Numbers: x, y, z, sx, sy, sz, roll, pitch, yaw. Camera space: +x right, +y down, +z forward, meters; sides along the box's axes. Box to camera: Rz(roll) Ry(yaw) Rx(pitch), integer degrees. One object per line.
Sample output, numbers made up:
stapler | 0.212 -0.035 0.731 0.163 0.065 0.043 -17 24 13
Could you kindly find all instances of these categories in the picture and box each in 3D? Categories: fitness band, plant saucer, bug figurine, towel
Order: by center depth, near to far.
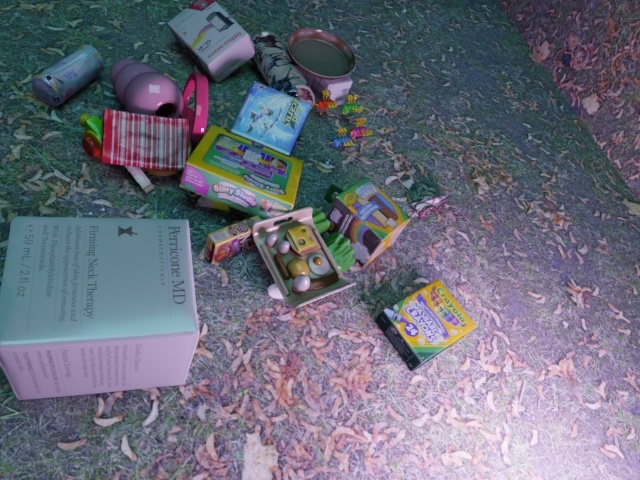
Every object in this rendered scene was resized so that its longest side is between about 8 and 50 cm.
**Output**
towel | -0.575 -0.332 1.604 0.274 0.031 0.199 3 71 -19
fitness band | -0.458 -0.464 1.758 0.054 0.209 0.291 8 64 -32
bug figurine | 0.097 -0.513 2.089 0.216 0.072 0.279 -13 73 -23
plant saucer | 0.002 -0.802 2.115 0.310 0.050 0.311 9 55 -14

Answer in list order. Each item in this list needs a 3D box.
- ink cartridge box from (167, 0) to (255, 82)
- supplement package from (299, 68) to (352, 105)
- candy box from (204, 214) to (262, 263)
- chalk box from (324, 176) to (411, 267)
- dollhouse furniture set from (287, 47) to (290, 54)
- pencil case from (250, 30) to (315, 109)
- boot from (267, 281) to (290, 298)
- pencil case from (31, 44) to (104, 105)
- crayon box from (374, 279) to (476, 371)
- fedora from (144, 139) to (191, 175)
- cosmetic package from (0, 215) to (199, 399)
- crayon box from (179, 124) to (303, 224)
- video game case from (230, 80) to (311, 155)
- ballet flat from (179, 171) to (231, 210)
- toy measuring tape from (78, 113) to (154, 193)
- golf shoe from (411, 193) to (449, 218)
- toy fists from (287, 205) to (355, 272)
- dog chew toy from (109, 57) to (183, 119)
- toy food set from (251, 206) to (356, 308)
ink cartridge box | -0.460 -0.858 2.059 0.226 0.131 0.306 -41 72 -6
supplement package | 0.010 -0.734 2.195 0.139 0.134 0.244 -19 63 -30
candy box | -0.273 -0.004 1.557 0.186 0.109 0.053 -26 67 -33
chalk box | 0.137 -0.088 1.730 0.179 0.180 0.289 -33 72 -36
dollhouse furniture set | -0.099 -0.903 2.271 0.144 0.151 0.123 15 51 -12
pencil case | -0.182 -0.720 2.096 0.183 0.160 0.411 -10 59 -32
boot | -0.090 0.129 1.565 0.189 0.069 0.086 -5 43 -27
pencil case | -0.907 -0.601 1.756 0.113 0.124 0.273 27 49 0
crayon box | 0.367 0.264 1.617 0.322 0.083 0.203 -22 65 -33
fedora | -0.533 -0.299 1.686 0.194 0.079 0.195 1 71 -4
cosmetic package | -0.526 0.164 1.194 0.393 0.327 0.330 0 55 -22
crayon box | -0.256 -0.231 1.679 0.362 0.106 0.313 21 36 -9
video game case | -0.196 -0.456 1.892 0.244 0.061 0.270 22 74 -5
ballet flat | -0.400 -0.161 1.661 0.077 0.077 0.231 -40 71 -16
toy measuring tape | -0.693 -0.280 1.634 0.330 0.121 0.121 51 51 -9
golf shoe | 0.450 -0.159 1.975 0.186 0.067 0.086 -24 65 -33
toy fists | 0.000 0.000 1.670 0.142 0.096 0.279 -38 75 -24
dog chew toy | -0.650 -0.547 1.773 0.206 0.207 0.332 -30 61 -35
toy food set | -0.052 0.046 1.514 0.219 0.092 0.306 -19 69 -28
